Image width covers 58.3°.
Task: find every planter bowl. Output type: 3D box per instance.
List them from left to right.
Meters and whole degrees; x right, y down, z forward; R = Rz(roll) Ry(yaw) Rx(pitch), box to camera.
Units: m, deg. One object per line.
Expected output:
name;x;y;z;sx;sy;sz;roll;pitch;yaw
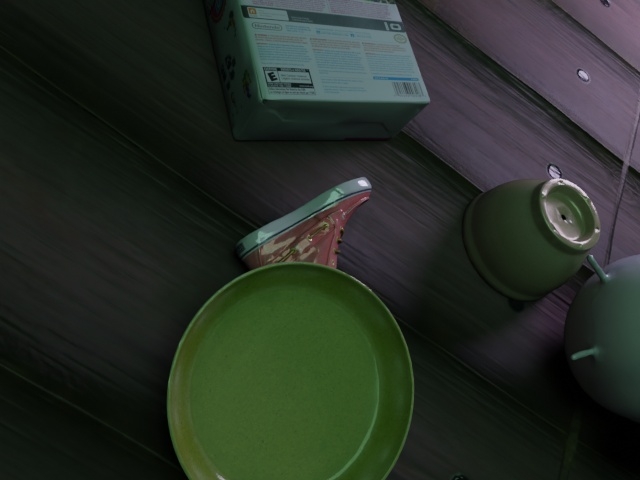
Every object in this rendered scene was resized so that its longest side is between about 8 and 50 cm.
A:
planter bowl;0.282;-0.015;0.736;0.162;0.109;0.161;10;63;-22

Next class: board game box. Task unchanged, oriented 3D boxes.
board game box;-0.019;-0.278;0.718;0.224;0.097;0.303;-5;72;-28

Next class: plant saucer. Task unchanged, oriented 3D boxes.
plant saucer;-0.024;0.141;0.541;0.241;0.037;0.240;4;79;-22

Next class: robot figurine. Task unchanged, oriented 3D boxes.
robot figurine;0.449;0.139;0.693;0.354;0.200;0.299;23;59;-15

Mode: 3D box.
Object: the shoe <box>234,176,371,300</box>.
shoe;0.000;0.000;0.626;0.178;0.063;0.081;-30;85;-27
